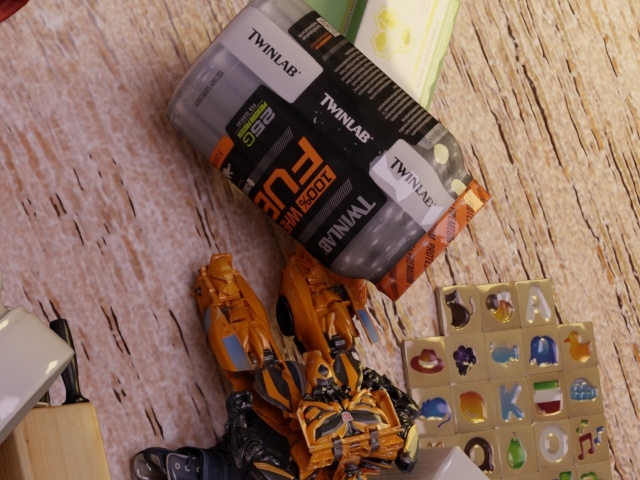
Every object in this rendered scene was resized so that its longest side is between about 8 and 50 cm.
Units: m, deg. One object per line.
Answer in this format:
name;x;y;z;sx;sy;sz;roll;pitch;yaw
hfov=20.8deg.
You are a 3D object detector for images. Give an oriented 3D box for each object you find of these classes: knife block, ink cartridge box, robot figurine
knife block;-0.253;0.204;1.637;0.088;0.276;0.242;-4;115;-32
ink cartridge box;0.037;-0.249;1.992;0.235;0.056;0.171;28;70;-28
robot figurine;-0.016;0.135;1.798;0.211;0.085;0.291;-11;54;-24

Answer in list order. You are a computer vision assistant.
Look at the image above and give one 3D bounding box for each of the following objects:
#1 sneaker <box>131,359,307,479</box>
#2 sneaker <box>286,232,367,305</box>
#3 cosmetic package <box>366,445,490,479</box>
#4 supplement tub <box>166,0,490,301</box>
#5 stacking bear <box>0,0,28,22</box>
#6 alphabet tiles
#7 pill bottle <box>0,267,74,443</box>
sneaker;-0.101;0.211;1.816;0.163;0.086;0.226;26;69;-28
sneaker;0.000;0.000;1.935;0.067;0.064;0.175;-26;90;-17
cosmetic package;0.064;0.342;1.818;0.138;0.224;0.224;45;63;-18
supplement tub;0.012;-0.096;1.819;0.316;0.193;0.193;42;62;3
stacking bear;-0.408;-0.331;1.668;0.164;0.175;0.289;-36;94;-27
alphabet tiles;0.226;0.219;2.066;0.285;0.011;0.342;-4;86;-32
pill bottle;-0.419;0.038;1.502;0.392;0.224;0.224;41;62;-2
